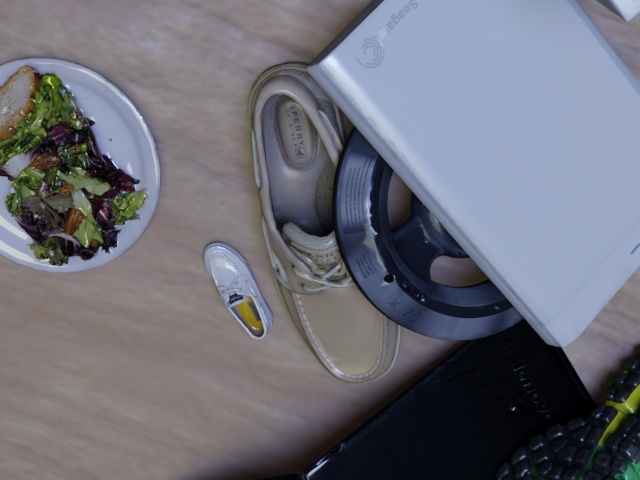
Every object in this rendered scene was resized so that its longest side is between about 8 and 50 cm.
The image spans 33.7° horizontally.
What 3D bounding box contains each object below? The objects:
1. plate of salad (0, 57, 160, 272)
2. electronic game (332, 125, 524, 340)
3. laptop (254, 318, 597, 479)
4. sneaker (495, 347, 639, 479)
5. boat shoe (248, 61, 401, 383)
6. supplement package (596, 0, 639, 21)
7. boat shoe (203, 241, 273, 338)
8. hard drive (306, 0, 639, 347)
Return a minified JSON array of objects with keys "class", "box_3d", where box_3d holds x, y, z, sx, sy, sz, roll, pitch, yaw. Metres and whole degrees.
[{"class":"plate of salad","box_3d":[-0.242,-0.061,0.939,0.199,0.048,0.200,1,109,3]},{"class":"electronic game","box_3d":[0.118,-0.031,0.883,0.229,0.048,0.229,-1,93,-21]},{"class":"laptop","box_3d":[0.093,0.316,1.062,0.407,0.236,0.382,-20,108,40]},{"class":"sneaker","box_3d":[0.276,0.221,0.922,0.343,0.134,0.146,-39,111,-3]},{"class":"boat shoe","box_3d":[0.000,0.000,0.915,0.109,0.098,0.302,-11,108,8]},{"class":"supplement package","box_3d":[0.222,-0.283,0.713,0.204,0.262,0.145,-37,103,15]},{"class":"boat shoe","box_3d":[-0.077,0.048,0.971,0.035,0.035,0.100,-24,106,12]},{"class":"hard drive","box_3d":[0.161,-0.092,0.849,0.203,0.040,0.307,-46,106,-13]}]
